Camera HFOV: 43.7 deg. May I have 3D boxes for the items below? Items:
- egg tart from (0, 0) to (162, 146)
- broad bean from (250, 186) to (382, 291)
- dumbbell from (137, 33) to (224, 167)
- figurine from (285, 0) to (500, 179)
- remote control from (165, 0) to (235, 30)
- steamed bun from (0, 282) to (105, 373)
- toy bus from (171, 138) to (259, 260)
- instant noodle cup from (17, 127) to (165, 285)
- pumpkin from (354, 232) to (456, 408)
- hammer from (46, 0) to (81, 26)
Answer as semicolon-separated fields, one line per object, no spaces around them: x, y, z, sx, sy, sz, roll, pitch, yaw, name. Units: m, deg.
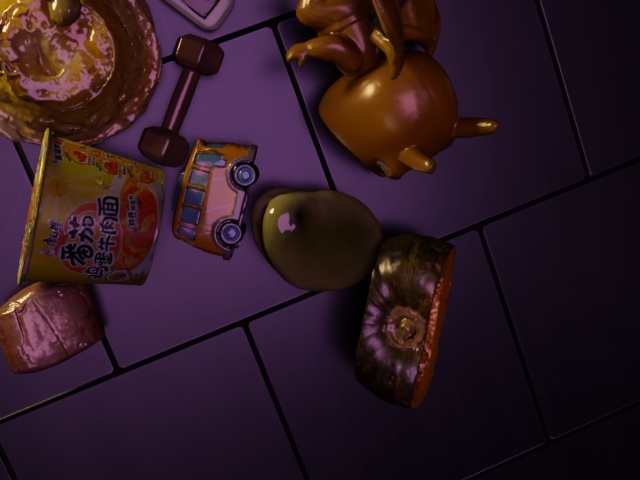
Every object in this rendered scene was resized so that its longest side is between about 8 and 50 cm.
-0.429;-0.312;1.330;0.341;0.129;0.341;-2;100;-12;egg tart
0.000;0.000;1.433;0.263;0.121;0.189;17;92;-24;broad bean
-0.244;-0.242;1.392;0.092;0.082;0.231;16;97;-48;dumbbell
0.097;-0.296;1.329;0.268;0.401;0.387;-26;98;14;figurine
-0.288;-0.481;1.375;0.309;0.038;0.090;37;90;-14;remote control
-0.478;0.143;1.404;0.175;0.106;0.145;-22;97;-21;steamed bun
-0.187;-0.080;1.415;0.136;0.126;0.209;15;96;-4;toy bus
-0.378;-0.039;1.323;0.200;0.264;0.264;10;96;-20;instant noodle cup
0.160;0.144;1.485;0.139;0.222;0.317;10;96;15;pumpkin
-0.416;-0.460;1.239;0.202;0.113;0.305;-21;68;24;hammer
